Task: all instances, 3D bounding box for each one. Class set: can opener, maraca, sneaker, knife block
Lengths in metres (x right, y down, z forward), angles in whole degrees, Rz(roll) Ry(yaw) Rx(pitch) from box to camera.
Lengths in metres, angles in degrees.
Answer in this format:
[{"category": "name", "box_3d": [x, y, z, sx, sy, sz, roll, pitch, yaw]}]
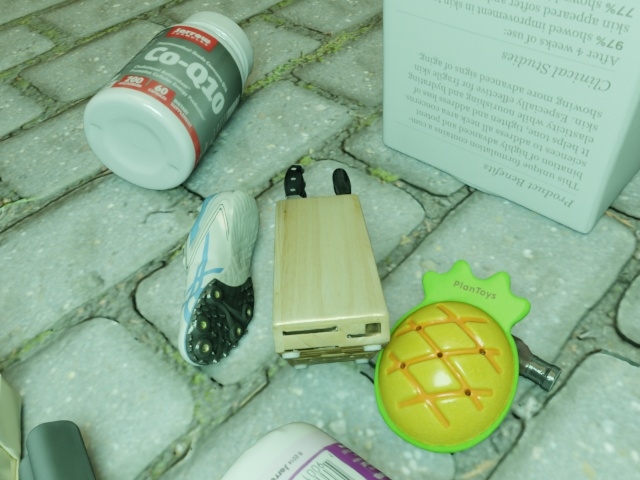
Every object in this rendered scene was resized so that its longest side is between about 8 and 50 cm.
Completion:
[{"category": "can opener", "box_3d": [-0.166, 0.263, 0.439, 0.093, 0.074, 0.280, 1, 33, -46]}, {"category": "maraca", "box_3d": [0.123, 0.103, 0.526, 0.127, 0.099, 0.185, 18, 68, 22]}, {"category": "sneaker", "box_3d": [-0.124, 0.040, 0.649, 0.086, 0.085, 0.237, -18, 44, 25]}, {"category": "knife block", "box_3d": [0.000, 0.000, 0.563, 0.088, 0.275, 0.242, -6, 75, 0]}]

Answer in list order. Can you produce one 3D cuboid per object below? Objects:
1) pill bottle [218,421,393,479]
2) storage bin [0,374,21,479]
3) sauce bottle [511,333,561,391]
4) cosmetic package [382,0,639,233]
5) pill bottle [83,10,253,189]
[{"category": "pill bottle", "box_3d": [0.058, 0.260, 0.337, 0.302, 0.169, 0.169, 29, 54, 25]}, {"category": "storage bin", "box_3d": [-0.387, 0.239, 0.433, 0.261, 0.123, 0.262, -18, 46, -12]}, {"category": "sauce bottle", "box_3d": [0.177, 0.106, 0.571, 0.128, 0.042, 0.042, 27, 53, 31]}, {"category": "cosmetic package", "box_3d": [0.299, -0.296, 0.713, 0.329, 0.393, 0.327, 31, 56, 30]}, {"category": "pill bottle", "box_3d": [-0.211, -0.223, 0.850, 0.161, 0.161, 0.283, 8, 47, 13]}]
